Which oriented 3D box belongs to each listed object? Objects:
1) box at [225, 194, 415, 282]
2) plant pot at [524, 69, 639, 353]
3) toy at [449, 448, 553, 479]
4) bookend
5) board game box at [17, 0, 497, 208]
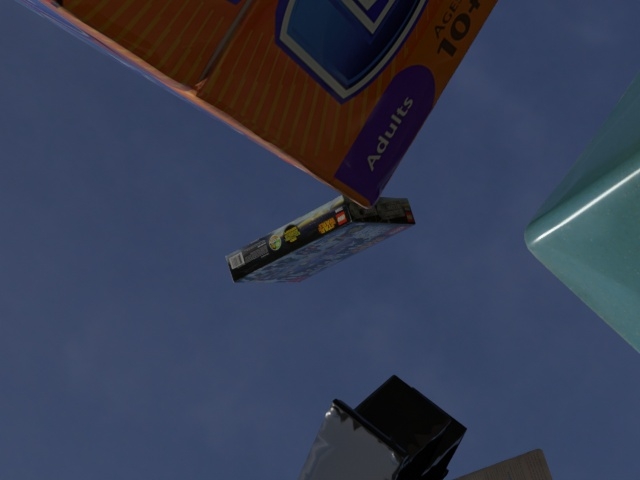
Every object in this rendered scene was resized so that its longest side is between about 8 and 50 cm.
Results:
[{"bbox_3d":[0.000,0.000,1.520,0.094,0.137,0.027,0,-112,-52],"label":"box"},{"bbox_3d":[0.233,-0.042,0.682,0.166,0.234,0.165,43,-127,-4],"label":"plant pot"},{"bbox_3d":[0.137,0.314,1.825,0.237,0.056,0.137,-16,-96,-22],"label":"toy"},{"bbox_3d":[0.058,0.162,1.440,0.156,0.072,0.157,-37,-23,-43],"label":"bookend"},{"bbox_3d":[-0.089,-0.290,0.882,0.356,0.356,0.356,-59,-34,1],"label":"board game box"}]
